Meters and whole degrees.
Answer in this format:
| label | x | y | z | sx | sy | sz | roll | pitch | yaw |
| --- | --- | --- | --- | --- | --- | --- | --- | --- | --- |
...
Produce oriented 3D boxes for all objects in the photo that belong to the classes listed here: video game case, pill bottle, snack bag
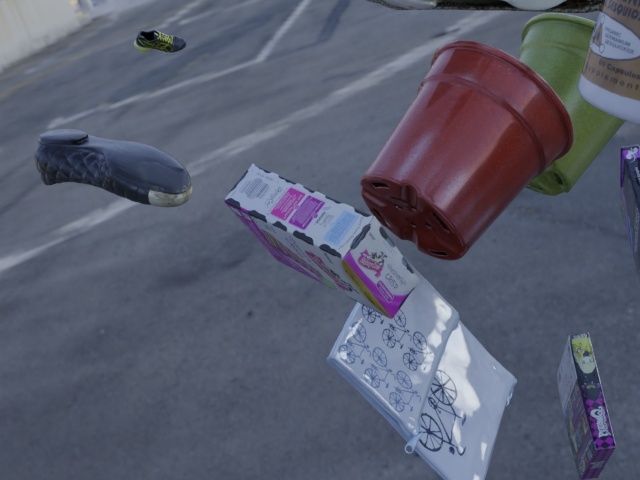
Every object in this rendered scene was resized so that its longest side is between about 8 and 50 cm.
| label | x | y | z | sx | sy | sz | roll | pitch | yaw |
| --- | --- | --- | --- | --- | --- | --- | --- | --- | --- |
| video game case | 0.476 | 0.304 | 1.801 | 0.042 | 0.232 | 0.210 | -8 | 63 | 3 |
| pill bottle | 0.336 | -0.232 | 0.941 | 0.131 | 0.229 | 0.131 | 9 | 25 | -4 |
| snack bag | 0.176 | 0.205 | 1.557 | 0.037 | 0.342 | 0.323 | -35 | 13 | 35 |

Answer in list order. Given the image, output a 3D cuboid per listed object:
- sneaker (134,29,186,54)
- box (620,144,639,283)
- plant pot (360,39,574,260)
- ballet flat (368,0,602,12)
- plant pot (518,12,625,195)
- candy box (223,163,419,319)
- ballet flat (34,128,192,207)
| label | x | y | z | sx | sy | sz | roll | pitch | yaw |
| --- | --- | --- | --- | --- | --- | --- | --- | --- | --- |
| sneaker | -0.257 | -0.320 | 1.605 | 0.083 | 0.031 | 0.035 | -3 | -22 | -14 |
| box | 0.418 | -0.030 | 1.298 | 0.029 | 0.116 | 0.162 | -7 | 42 | 8 |
| plant pot | 0.216 | -0.129 | 1.591 | 0.265 | 0.272 | 0.272 | -51 | 29 | -17 |
| ballet flat | 0.236 | -0.419 | 1.543 | 0.483 | 0.164 | 0.182 | 3 | 37 | 0 |
| plant pot | 0.437 | -0.233 | 1.839 | 0.254 | 0.276 | 0.276 | -57 | 30 | -12 |
| candy box | 0.000 | 0.000 | 1.319 | 0.233 | 0.159 | 0.071 | 24 | 72 | 41 |
| ballet flat | -0.167 | -0.054 | 0.813 | 0.173 | 0.049 | 0.057 | 18 | 32 | 35 |
